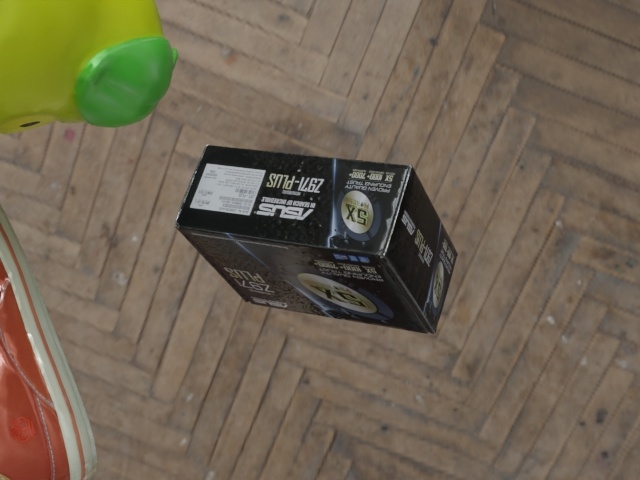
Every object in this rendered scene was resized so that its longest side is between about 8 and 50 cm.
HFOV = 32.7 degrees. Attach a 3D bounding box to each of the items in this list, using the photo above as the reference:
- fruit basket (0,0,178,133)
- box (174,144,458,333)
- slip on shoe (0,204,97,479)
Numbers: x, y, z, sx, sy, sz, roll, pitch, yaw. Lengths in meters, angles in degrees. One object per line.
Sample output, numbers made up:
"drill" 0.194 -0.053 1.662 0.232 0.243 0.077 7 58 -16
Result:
"fruit basket" -0.300 -0.164 0.740 0.283 0.392 0.392 -45 104 -6
"box" 0.000 0.000 0.870 0.180 0.078 0.147 8 156 25
"slip on shoe" -0.280 0.052 0.842 0.331 0.101 0.123 63 148 14
